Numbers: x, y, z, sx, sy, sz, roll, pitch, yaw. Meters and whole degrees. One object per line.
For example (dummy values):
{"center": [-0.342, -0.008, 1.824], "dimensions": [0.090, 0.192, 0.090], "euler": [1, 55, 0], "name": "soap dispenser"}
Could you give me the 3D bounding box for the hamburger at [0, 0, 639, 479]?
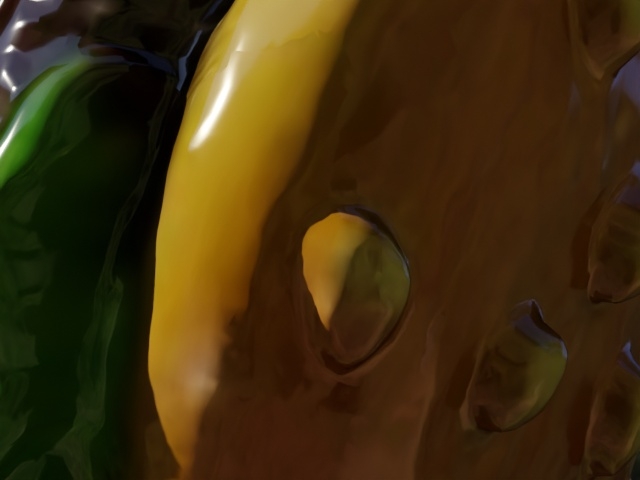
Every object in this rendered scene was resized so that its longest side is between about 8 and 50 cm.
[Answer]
{"center": [0.000, 0.000, 0.715], "dimensions": [0.277, 0.396, 0.396], "euler": [16, -25, 27], "name": "hamburger"}
